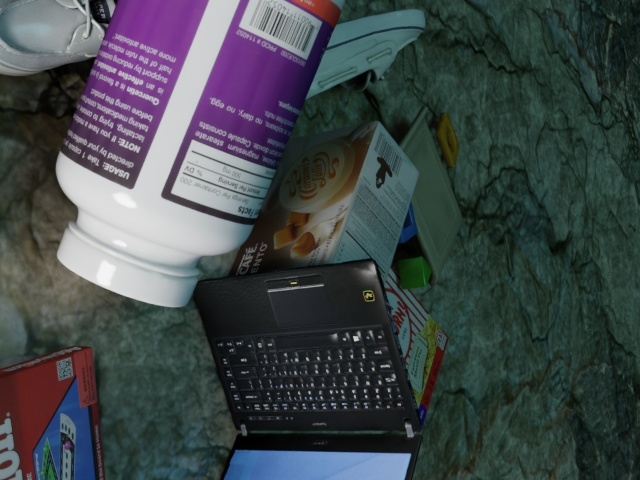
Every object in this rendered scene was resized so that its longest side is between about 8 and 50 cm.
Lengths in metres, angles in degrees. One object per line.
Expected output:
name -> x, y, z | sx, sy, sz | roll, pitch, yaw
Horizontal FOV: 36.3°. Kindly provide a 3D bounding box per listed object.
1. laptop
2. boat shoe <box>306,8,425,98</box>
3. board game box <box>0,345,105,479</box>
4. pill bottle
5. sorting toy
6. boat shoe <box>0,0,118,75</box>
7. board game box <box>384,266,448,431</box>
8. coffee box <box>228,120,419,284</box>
laptop -> -0.040, 0.171, 0.909 | 0.136, 0.234, 0.264 | -28, 106, -51
boat shoe -> 0.046, -0.230, 1.215 | 0.267, 0.096, 0.088 | -28, 109, -50
board game box -> -0.228, 0.238, 0.783 | 0.145, 0.027, 0.281 | -15, 102, -58
pill bottle -> -0.114, -0.114, 0.851 | 0.181, 0.181, 0.323 | 16, 99, -49
sorting toy -> 0.134, -0.062, 1.317 | 0.196, 0.047, 0.348 | 70, 26, -21
boat shoe -> -0.214, -0.205, 0.887 | 0.227, 0.081, 0.079 | -27, 104, -51
board game box -> 0.081, 0.128, 1.225 | 0.193, 0.045, 0.147 | 49, 48, -34
coffee box -> 0.000, 0.000, 1.072 | 0.098, 0.141, 0.247 | 47, 50, -36
